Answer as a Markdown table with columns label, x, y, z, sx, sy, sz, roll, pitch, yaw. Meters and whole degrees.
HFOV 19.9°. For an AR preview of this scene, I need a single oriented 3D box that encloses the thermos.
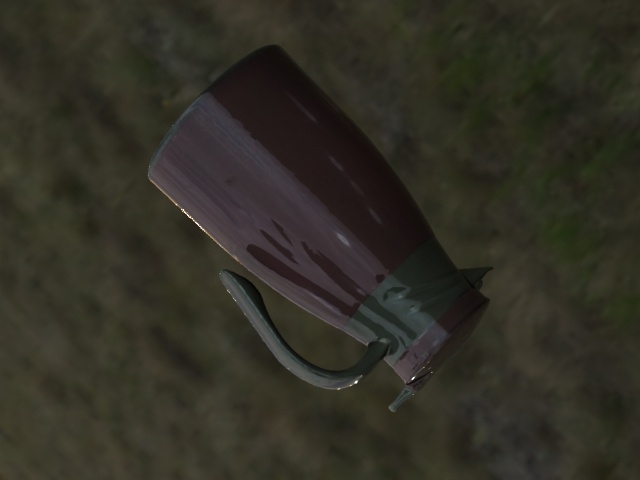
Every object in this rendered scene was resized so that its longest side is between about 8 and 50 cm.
| label | x | y | z | sx | sy | sz | roll | pitch | yaw |
| --- | --- | --- | --- | --- | --- | --- | --- | --- | --- |
| thermos | 0.000 | 0.000 | 1.384 | 0.265 | 0.176 | 0.146 | 46 | 158 | 10 |
